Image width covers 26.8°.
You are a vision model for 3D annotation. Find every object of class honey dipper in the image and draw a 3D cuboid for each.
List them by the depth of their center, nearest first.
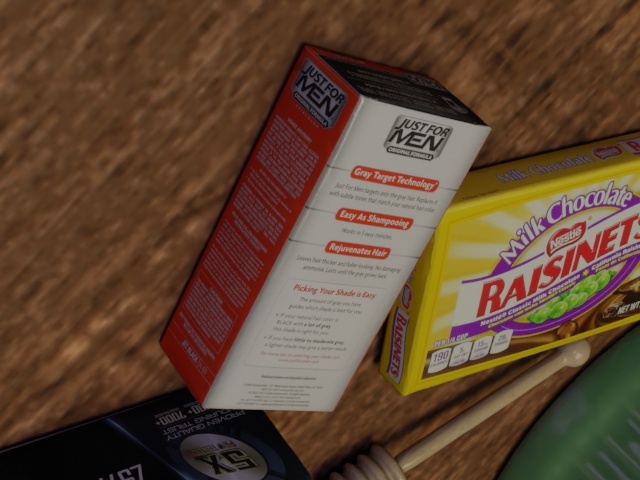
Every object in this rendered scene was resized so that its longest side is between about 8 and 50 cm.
[{"bbox_3d":[0.070,0.089,0.669,0.160,0.030,0.030,-32,137,-17],"label":"honey dipper"}]

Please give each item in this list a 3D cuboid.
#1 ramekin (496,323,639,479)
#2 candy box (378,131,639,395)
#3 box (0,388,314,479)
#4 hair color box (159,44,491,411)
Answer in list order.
[{"bbox_3d":[0.249,0.179,0.786,0.303,0.148,0.303,-20,134,-23],"label":"ramekin"},{"bbox_3d":[0.124,0.002,0.637,0.205,0.027,0.105,-14,128,-28],"label":"candy box"},{"bbox_3d":[-0.086,0.165,0.573,0.147,0.077,0.180,-15,132,-26],"label":"box"},{"bbox_3d":[0.000,0.000,0.528,0.072,0.043,0.141,9,119,-41],"label":"hair color box"}]
